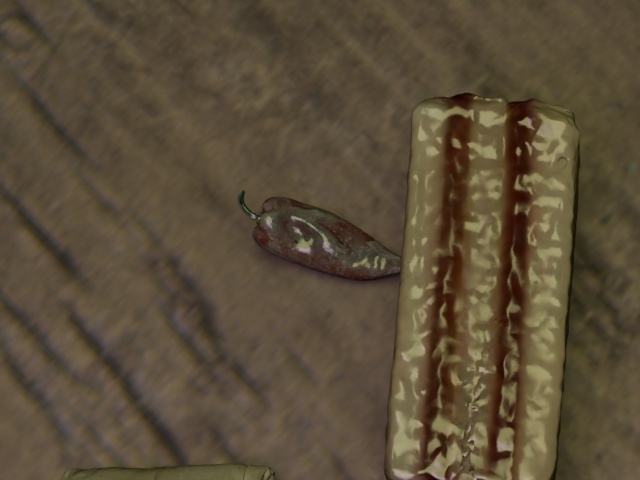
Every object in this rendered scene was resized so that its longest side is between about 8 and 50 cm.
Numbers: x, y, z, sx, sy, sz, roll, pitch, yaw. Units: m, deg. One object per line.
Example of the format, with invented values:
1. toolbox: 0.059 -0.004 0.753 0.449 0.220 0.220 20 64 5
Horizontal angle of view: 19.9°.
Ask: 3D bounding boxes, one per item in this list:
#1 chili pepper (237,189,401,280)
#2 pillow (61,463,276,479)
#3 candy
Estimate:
1. chili pepper: 0.000 0.000 1.513 0.153 0.041 0.050 20 92 -4
2. pillow: -0.124 0.240 1.416 0.181 0.078 0.134 -2 66 8
3. candy: 0.127 0.056 1.404 0.135 0.179 0.321 3 70 7
